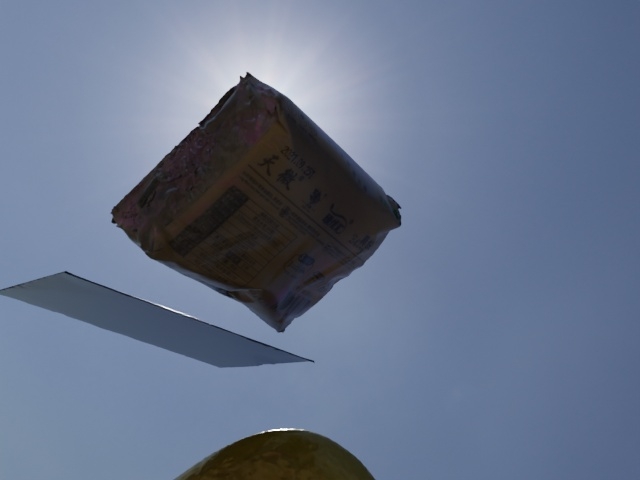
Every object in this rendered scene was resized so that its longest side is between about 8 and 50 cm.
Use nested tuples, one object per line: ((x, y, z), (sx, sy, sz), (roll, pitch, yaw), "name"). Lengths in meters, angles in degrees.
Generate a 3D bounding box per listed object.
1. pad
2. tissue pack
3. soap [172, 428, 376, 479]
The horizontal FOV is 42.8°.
((-0.218, 0.115, 1.083), (0.247, 0.367, 0.007), (-12, -121, 50), "pad")
((-0.055, -0.024, 0.868), (0.215, 0.256, 0.123), (-43, -128, 8), "tissue pack")
((-0.102, 0.420, 0.981), (0.427, 0.115, 0.306), (-34, -111, 1), "soap")
